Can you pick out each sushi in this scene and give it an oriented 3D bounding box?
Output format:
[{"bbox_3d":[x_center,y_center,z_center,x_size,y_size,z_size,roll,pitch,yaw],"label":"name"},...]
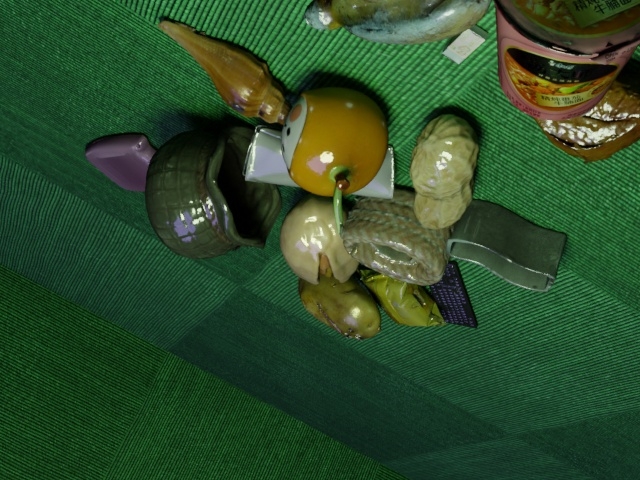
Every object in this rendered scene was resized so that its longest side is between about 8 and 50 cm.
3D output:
[{"bbox_3d":[0.409,-0.197,1.429,0.287,0.140,0.149,11,114,26],"label":"sushi"}]

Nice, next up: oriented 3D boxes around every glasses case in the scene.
[{"bbox_3d":[0.002,-0.163,1.861,0.308,0.083,0.128,8,123,-1],"label":"glasses case"}]

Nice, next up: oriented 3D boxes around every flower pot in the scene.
[{"bbox_3d":[0.377,0.010,1.868,0.229,0.108,0.103,25,154,2],"label":"flower pot"},{"bbox_3d":[-0.225,-0.107,1.980,0.213,0.302,0.302,-6,143,27],"label":"flower pot"}]

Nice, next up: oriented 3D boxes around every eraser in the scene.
[{"bbox_3d":[0.231,-0.316,1.477,0.038,0.019,0.083,29,154,-13],"label":"eraser"}]

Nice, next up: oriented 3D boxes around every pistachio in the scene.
[{"bbox_3d":[0.000,0.000,2.120,0.187,0.188,0.299,19,160,11],"label":"pistachio"}]

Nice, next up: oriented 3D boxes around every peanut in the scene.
[{"bbox_3d":[0.228,-0.117,1.724,0.120,0.136,0.298,51,167,26],"label":"peanut"}]

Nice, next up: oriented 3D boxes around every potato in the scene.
[{"bbox_3d":[0.035,0.143,2.306,0.173,0.140,0.300,45,175,-41],"label":"potato"}]

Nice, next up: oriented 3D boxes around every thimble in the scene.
[{"bbox_3d":[0.174,-0.012,1.964,0.229,0.148,0.196,15,155,24],"label":"thimble"}]

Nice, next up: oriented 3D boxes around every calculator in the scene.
[{"bbox_3d":[-0.476,-0.186,2.302,0.294,0.043,0.194,-4,143,47],"label":"calculator"}]

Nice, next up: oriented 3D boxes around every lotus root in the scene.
[{"bbox_3d":[0.112,-0.367,1.351,0.322,0.140,0.158,3,130,47],"label":"lotus root"}]

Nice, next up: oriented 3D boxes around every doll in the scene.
[{"bbox_3d":[0.032,-0.159,1.686,0.213,0.236,0.213,-7,138,-6],"label":"doll"}]

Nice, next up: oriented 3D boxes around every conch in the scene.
[{"bbox_3d":[-0.174,-0.310,1.751,0.330,0.093,0.109,30,160,-10],"label":"conch"}]

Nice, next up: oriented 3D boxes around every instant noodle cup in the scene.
[{"bbox_3d":[0.332,-0.289,1.237,0.243,0.244,0.255,18,163,13],"label":"instant noodle cup"}]

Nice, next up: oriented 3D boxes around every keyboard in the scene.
[{"bbox_3d":[0.313,0.130,2.251,0.100,0.018,0.310,10,151,26],"label":"keyboard"}]

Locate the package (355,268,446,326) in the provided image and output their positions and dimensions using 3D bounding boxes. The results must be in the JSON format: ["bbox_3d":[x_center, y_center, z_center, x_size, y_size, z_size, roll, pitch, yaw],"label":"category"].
[{"bbox_3d":[0.200,0.143,2.289,0.168,0.090,0.226,2,140,45],"label":"package"}]
